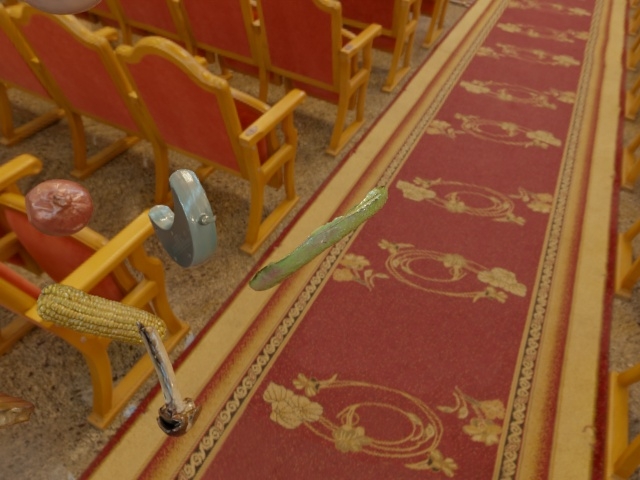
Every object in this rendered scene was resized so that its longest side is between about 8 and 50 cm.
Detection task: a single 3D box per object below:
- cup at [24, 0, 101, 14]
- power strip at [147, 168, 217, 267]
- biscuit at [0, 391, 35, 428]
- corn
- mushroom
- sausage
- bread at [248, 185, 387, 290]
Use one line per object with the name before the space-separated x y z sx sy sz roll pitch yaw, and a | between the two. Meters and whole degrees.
cup | -0.457 -0.548 0.824 0.253 0.200 0.191 -37 75 -20
power strip | -0.213 -0.026 0.737 0.044 0.216 0.137 -25 91 -34
biscuit | -0.417 0.179 0.472 0.176 0.229 0.031 8 78 52
corn | -0.526 0.189 1.137 0.313 0.102 0.101 20 45 -18
mushroom | -0.237 0.208 0.713 0.061 0.060 0.187 -12 83 -56
sausage | -0.634 -0.076 1.124 0.148 0.148 0.254 -39 20 -33
bread | 0.005 -0.004 0.819 0.301 0.301 0.045 -37 91 -33
